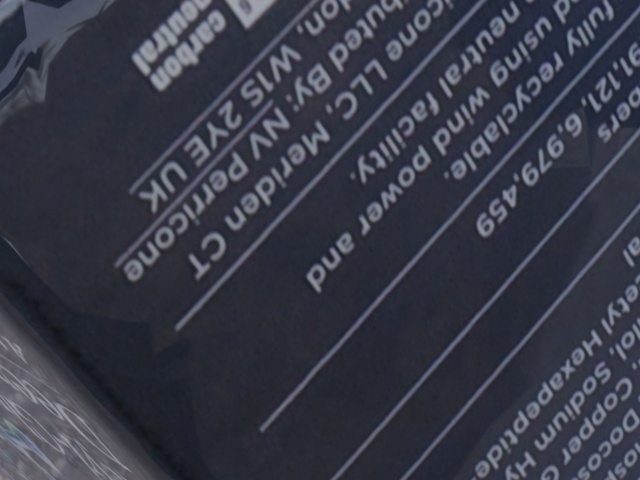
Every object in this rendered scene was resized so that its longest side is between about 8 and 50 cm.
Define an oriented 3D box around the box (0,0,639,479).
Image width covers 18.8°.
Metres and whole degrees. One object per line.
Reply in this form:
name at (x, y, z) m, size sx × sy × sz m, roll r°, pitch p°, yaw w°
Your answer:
box at (0.000, 0.000, 0.565) m, size 0.212 × 0.395 × 0.293 m, roll -48°, pitch 37°, yaw -15°
